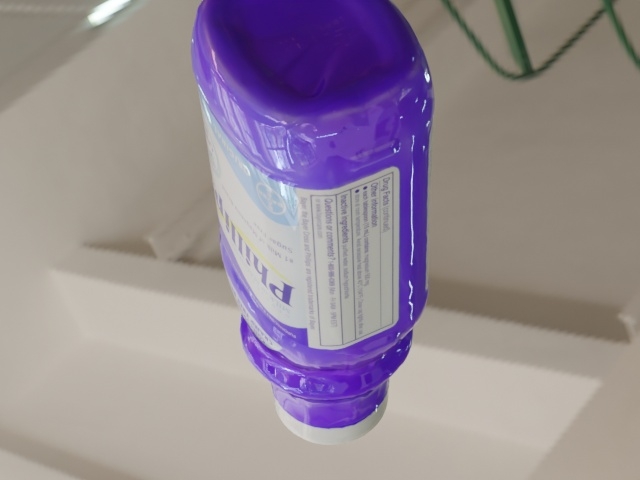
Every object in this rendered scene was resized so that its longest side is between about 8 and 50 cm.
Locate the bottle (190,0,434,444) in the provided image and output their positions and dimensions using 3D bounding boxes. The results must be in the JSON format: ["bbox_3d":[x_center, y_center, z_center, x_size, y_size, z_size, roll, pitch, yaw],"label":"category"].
[{"bbox_3d":[0.000,0.000,0.702,0.092,0.283,0.118,-23,-126,-15],"label":"bottle"}]
